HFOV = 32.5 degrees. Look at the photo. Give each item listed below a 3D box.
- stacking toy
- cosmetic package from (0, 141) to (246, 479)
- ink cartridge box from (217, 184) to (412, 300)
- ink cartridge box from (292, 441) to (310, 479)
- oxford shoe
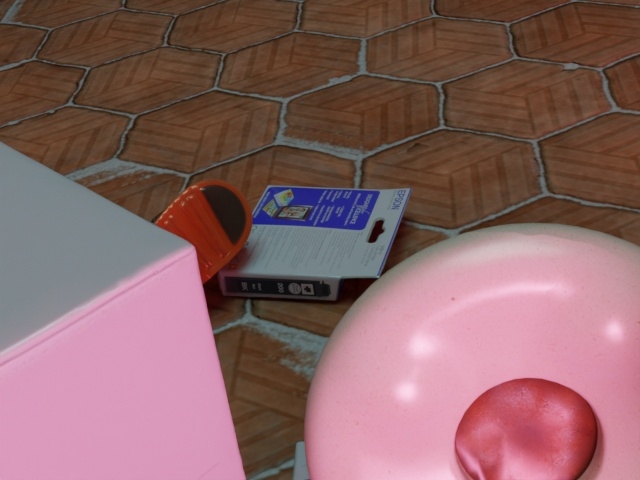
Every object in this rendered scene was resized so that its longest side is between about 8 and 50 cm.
[{"bbox_3d":[0.171,0.101,1.047,0.350,0.350,0.480,-6,16,4],"label":"stacking toy"},{"bbox_3d":[-0.283,0.183,0.873,0.327,0.393,0.329,-33,41,-32],"label":"cosmetic package"},{"bbox_3d":[0.000,0.000,1.401,0.208,0.045,0.206,1,34,18],"label":"ink cartridge box"},{"bbox_3d":[0.002,0.253,0.978,0.052,0.088,0.122,-2,34,7],"label":"ink cartridge box"},{"bbox_3d":[-0.233,0.073,1.313,0.364,0.130,0.133,-39,5,-26],"label":"oxford shoe"}]
